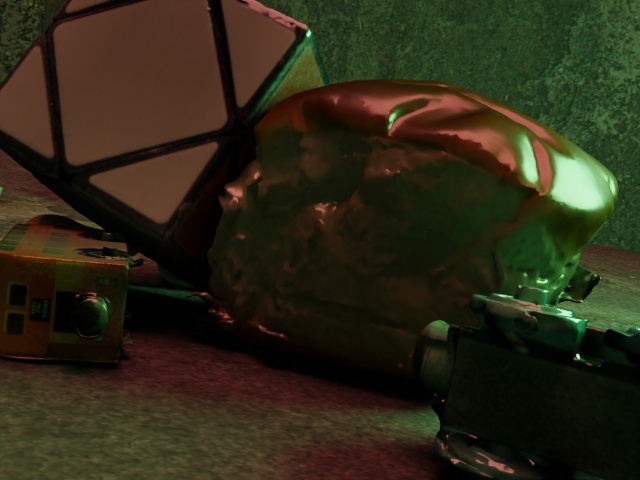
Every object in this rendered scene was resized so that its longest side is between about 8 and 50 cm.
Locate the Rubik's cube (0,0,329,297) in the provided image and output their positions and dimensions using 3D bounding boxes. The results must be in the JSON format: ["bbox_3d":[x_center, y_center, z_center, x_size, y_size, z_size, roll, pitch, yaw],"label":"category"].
[{"bbox_3d":[-0.124,-0.095,0.800,0.205,0.207,0.205,29,-10,18],"label":"Rubik's cube"}]

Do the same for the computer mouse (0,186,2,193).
[{"bbox_3d":[-0.485,-0.067,1.032,0.236,0.082,0.145,8,5,-5],"label":"computer mouse"}]

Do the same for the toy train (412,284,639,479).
[{"bbox_3d":[0.153,0.089,0.491,0.198,0.107,0.154,14,0,36],"label":"toy train"}]

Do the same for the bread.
[{"bbox_3d":[0.079,-0.012,0.726,0.279,0.225,0.250,17,9,21],"label":"bread"}]

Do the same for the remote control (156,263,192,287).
[{"bbox_3d":[0.000,0.000,0.962,0.335,0.128,0.065,8,-36,-18],"label":"remote control"}]

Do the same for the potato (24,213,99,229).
[{"bbox_3d":[-0.232,0.006,0.844,0.083,0.062,0.068,-4,41,-5],"label":"potato"}]

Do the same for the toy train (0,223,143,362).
[{"bbox_3d":[-0.176,0.031,0.638,0.099,0.072,0.188,9,6,-13],"label":"toy train"}]
